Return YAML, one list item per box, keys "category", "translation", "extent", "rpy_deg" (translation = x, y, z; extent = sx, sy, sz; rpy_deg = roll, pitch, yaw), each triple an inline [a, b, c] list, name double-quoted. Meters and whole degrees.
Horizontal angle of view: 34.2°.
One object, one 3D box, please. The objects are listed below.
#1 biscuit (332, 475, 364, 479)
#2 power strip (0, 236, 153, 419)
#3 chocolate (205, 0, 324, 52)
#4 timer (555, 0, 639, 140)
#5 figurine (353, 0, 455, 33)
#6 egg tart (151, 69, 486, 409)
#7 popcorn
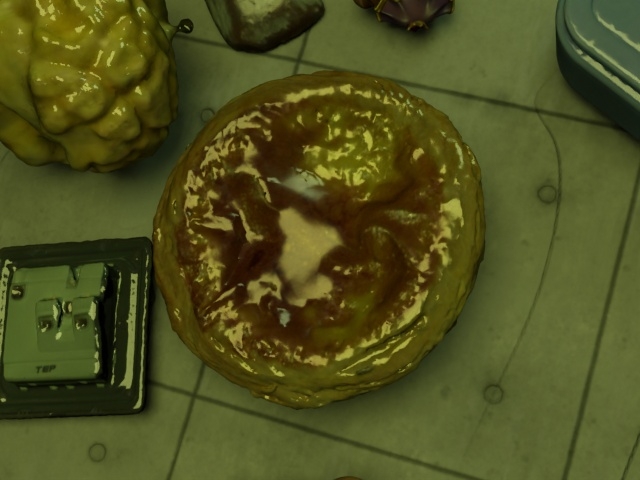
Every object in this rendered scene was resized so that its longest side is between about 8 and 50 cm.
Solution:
- category: "biscuit"
  translation: [0.011, 0.460, 1.244]
  extent: [0.275, 0.052, 0.355]
  rpy_deg: [-7, 92, 25]
- category: "power strip"
  translation: [-0.362, 0.118, 1.438]
  extent: [0.257, 0.092, 0.251]
  rpy_deg: [-5, 79, 14]
- category: "chocolate"
  translation: [-0.112, -0.403, 1.515]
  extent: [0.157, 0.080, 0.254]
  rpy_deg: [-27, 73, 4]
- category: "timer"
  translation: [0.520, -0.272, 1.307]
  extent: [0.395, 0.173, 0.395]
  rpy_deg: [-3, 75, 10]
- category: "figurine"
  translation: [0.120, -0.417, 1.443]
  extent: [0.189, 0.142, 0.263]
  rpy_deg: [8, 78, -10]
- category: "egg tart"
  translation: [0.000, 0.000, 1.348]
  extent: [0.443, 0.178, 0.443]
  rpy_deg: [-3, 77, 13]
- category: "popcorn"
  translation: [-0.368, -0.241, 1.391]
  extent: [0.382, 0.349, 0.349]
  rpy_deg: [-18, 71, -25]
